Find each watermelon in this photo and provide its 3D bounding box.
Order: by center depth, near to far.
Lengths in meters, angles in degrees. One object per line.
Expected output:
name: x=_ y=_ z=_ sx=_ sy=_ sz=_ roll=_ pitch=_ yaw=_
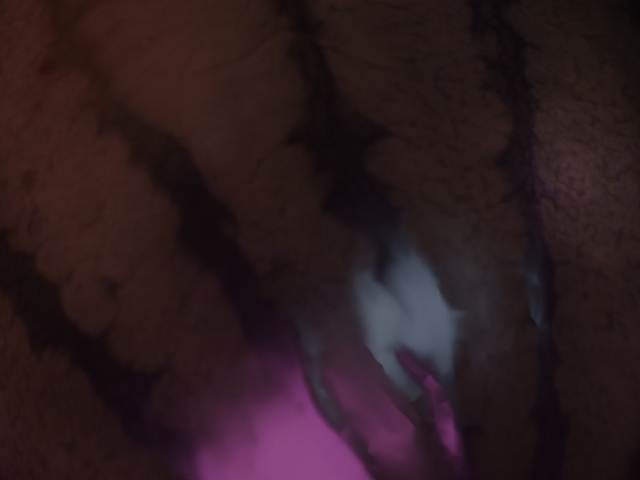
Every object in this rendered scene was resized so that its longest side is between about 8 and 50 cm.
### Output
watermelon: x=0.000 y=0.000 z=0.547 sx=0.279 sy=0.359 sz=0.279 roll=-9 pitch=132 yaw=-11
